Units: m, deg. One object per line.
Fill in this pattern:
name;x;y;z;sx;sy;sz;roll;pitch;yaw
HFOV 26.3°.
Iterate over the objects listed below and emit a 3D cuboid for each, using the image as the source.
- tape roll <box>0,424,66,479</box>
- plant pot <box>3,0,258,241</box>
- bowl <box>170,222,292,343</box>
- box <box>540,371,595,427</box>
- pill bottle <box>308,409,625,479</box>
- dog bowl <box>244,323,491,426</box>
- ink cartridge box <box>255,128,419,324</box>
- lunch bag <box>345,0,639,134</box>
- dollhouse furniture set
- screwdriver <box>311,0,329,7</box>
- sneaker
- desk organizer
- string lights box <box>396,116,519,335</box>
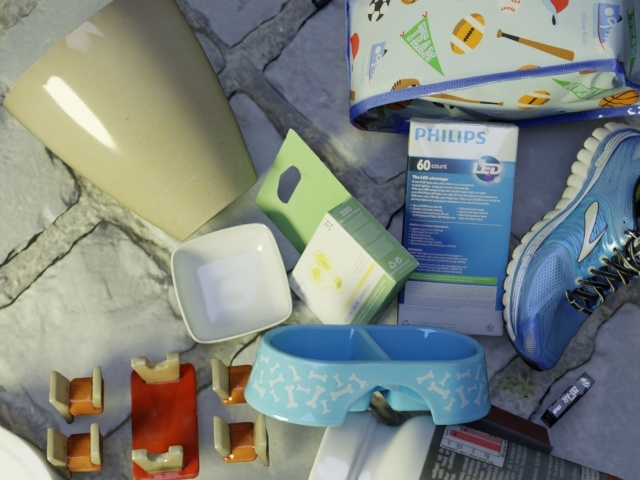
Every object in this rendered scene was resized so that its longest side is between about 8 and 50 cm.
tape roll;-0.440;0.358;1.661;0.286;0.100;0.286;-1;75;3
plant pot;-0.211;-0.143;1.730;0.256;0.256;0.274;-40;93;-8
bowl;-0.113;0.058;1.750;0.142;0.053;0.142;-15;76;-2
box;0.303;0.196;1.679;0.067;0.083;0.018;-42;76;-9
pill bottle;0.166;0.324;1.586;0.363;0.210;0.210;18;77;7
dog bowl;0.060;0.152;1.603;0.297;0.166;0.074;2;104;-16
ink cartridge box;0.000;0.000;1.701;0.235;0.171;0.056;46;53;12
lunch bag;0.215;-0.311;1.737;0.386;0.239;0.327;-6;75;26
dollhouse furniture set;-0.190;0.274;1.678;0.262;0.135;0.259;-5;64;1
screwdriver;0.052;-0.379;1.875;0.170;0.025;0.024;-44;78;-8
sneaker;0.340;0.013;1.664;0.147;0.130;0.330;23;82;44
desk organizer;0.217;0.237;1.688;0.130;0.050;0.047;24;111;-7
string lights box;0.168;-0.018;1.696;0.133;0.077;0.259;4;99;3
